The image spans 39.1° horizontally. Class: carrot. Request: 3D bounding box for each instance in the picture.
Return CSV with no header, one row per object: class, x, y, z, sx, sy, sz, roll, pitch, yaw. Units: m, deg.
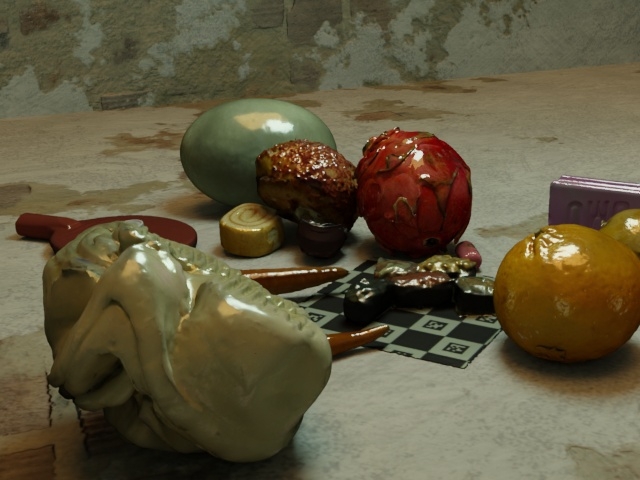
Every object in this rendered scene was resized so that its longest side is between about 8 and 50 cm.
carrot,-0.115,0.076,1.511,0.336,0.069,0.069,-4,19,-9
carrot,0.036,0.148,1.322,0.142,0.035,0.035,-13,21,-20

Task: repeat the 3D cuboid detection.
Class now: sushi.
sushi,0.149,0.078,1.482,0.343,0.064,0.359,9,22,31

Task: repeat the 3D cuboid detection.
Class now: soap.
soap,0.548,-0.055,1.742,0.203,0.122,0.065,9,23,33

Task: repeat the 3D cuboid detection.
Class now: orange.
orange,0.356,0.074,1.290,0.219,0.193,0.219,-11,32,7

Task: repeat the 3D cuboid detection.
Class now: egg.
egg,-0.139,-0.194,2.027,0.352,0.258,0.258,-1,19,7

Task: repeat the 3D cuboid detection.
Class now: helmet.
helmet,0.000,0.000,1.715,0.098,0.070,0.123,10,-5,8

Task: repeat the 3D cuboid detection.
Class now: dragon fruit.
dragon fruit,0.175,-0.094,1.710,0.241,0.240,0.252,-9,36,-19

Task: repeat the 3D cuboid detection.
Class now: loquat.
loquat,0.533,0.014,1.523,0.141,0.141,0.141,-2,19,1

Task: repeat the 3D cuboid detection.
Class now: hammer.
hammer,0.272,0.029,1.653,0.043,0.043,0.083,-3,17,-2

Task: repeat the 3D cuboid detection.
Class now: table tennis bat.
table tennis bat,-0.447,-0.011,1.840,0.415,0.051,0.268,8,20,22

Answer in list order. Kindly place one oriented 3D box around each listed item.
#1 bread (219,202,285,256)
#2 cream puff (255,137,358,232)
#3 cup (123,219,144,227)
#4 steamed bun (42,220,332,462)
bread,-0.134,-0.017,1.793,0.122,0.073,0.149,10,24,19
cream puff,-0.020,-0.115,1.823,0.240,0.163,0.240,19,-11,4
cup,-0.348,0.031,1.607,0.104,0.116,0.074,-22,24,-29
steamed bun,-0.176,0.134,1.071,0.352,0.247,0.339,30,-1,-16
